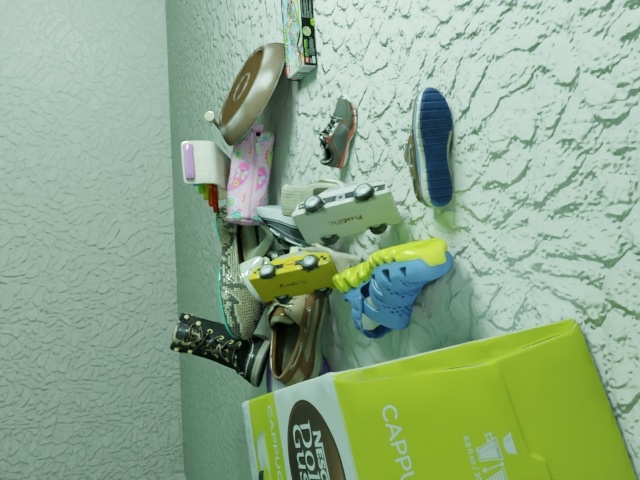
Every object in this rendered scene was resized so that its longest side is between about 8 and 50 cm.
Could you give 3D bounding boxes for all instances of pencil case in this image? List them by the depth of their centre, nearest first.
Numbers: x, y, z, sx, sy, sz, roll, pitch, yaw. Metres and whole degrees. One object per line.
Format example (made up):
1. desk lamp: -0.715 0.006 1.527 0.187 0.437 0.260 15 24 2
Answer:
1. pencil case: -0.200 -0.183 1.413 0.124 0.124 0.284 6 89 64

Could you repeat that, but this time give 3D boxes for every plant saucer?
1. plant saucer: -0.197 -0.406 1.345 0.310 0.050 0.311 -41 36 39

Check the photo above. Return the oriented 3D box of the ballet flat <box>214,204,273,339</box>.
1. ballet flat: -0.212 0.047 1.457 0.182 0.164 0.483 -30 47 18

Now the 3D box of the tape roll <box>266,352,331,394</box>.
1. tape roll: -0.055 0.405 1.286 0.275 0.090 0.275 175 90 -65

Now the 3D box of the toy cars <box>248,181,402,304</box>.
1. toy cars: 0.000 0.000 0.980 0.394 0.176 0.087 -52 23 40

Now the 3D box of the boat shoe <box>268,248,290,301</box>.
1. boat shoe: -0.105 0.139 1.362 0.084 0.079 0.233 13 107 62

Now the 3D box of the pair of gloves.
1. pair of gloves: 0.008 -0.015 1.075 0.204 0.042 0.240 -2 100 39

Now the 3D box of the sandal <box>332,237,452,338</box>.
1. sandal: 0.126 0.086 0.838 0.317 0.126 0.138 134 124 -68

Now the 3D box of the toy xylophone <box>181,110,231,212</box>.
1. toy xylophone: -0.315 -0.225 1.442 0.323 0.081 0.236 75 -170 -77

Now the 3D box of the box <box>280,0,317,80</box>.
1. box: -0.053 -0.505 1.195 0.114 0.036 0.207 175 90 -65

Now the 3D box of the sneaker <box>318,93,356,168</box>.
1. sneaker: 0.031 -0.224 1.032 0.061 0.065 0.158 43 132 55

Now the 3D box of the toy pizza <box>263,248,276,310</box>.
1. toy pizza: -0.173 0.122 1.551 0.201 0.032 0.201 19 111 62

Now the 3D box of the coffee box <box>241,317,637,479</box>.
1. coffee box: 0.129 0.314 0.598 0.334 0.338 0.338 -43 56 58

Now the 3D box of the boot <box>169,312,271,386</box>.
1. boot: -0.297 0.313 1.470 0.377 0.284 0.138 179 109 -81

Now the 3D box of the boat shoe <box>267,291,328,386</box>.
1. boat shoe: -0.059 0.178 1.157 0.123 0.116 0.324 -20 60 33

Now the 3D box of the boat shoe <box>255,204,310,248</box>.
1. boat shoe: -0.081 -0.031 1.262 0.301 0.108 0.102 18 109 55

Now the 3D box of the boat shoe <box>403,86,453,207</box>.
1. boat shoe: 0.160 -0.143 0.774 0.066 0.066 0.183 -173 79 -65
